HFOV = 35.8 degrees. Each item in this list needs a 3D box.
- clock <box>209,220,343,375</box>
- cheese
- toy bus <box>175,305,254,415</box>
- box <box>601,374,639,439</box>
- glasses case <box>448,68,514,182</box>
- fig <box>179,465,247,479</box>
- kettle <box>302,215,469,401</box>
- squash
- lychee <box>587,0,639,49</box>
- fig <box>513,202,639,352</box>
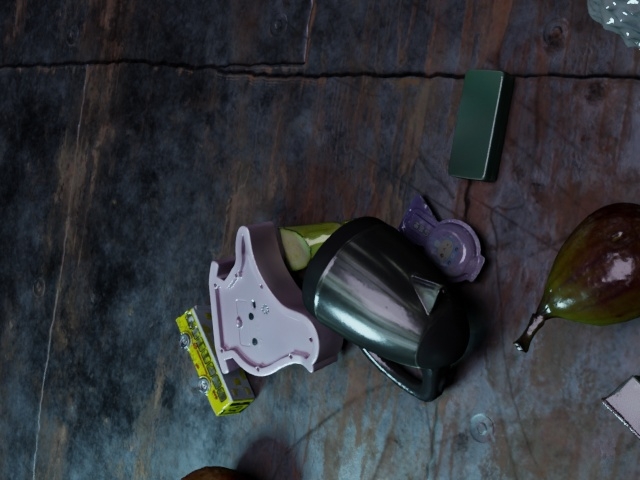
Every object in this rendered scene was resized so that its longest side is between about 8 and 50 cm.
[{"bbox_3d":[-0.091,0.109,1.867,0.275,0.080,0.290,-1,100,41],"label":"clock"},{"bbox_3d":[0.206,0.004,1.694,0.191,0.042,0.105,39,110,40],"label":"cheese"},{"bbox_3d":[-0.216,0.241,1.996,0.074,0.081,0.226,-41,61,31],"label":"toy bus"},{"bbox_3d":[0.466,0.242,1.447,0.063,0.060,0.084,-53,55,17],"label":"box"},{"bbox_3d":[0.269,-0.193,1.662,0.078,0.039,0.184,12,93,39],"label":"glasses case"},{"bbox_3d":[-0.211,0.541,1.910,0.205,0.205,0.205,-4,83,39],"label":"fig"},{"bbox_3d":[0.122,0.128,1.646,0.271,0.207,0.250,35,107,35],"label":"kettle"},{"bbox_3d":[-0.003,0.000,1.845,0.200,0.075,0.090,-16,78,37],"label":"squash"},{"bbox_3d":[0.513,-0.427,1.287,0.432,0.380,0.380,11,93,21],"label":"lychee"},{"bbox_3d":[0.394,0.072,1.458,0.274,0.145,0.170,-41,57,18],"label":"fig"}]
